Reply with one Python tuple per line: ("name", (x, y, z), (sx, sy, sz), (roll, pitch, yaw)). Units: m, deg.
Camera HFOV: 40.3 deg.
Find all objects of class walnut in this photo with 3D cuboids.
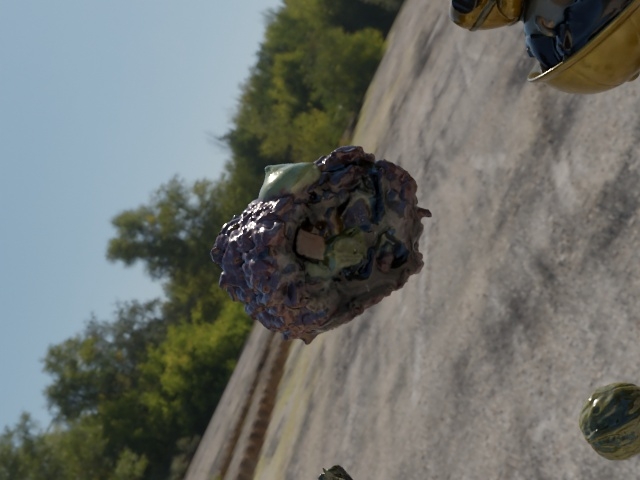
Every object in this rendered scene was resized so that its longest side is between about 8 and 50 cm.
("walnut", (0.340, 0.205, 0.994), (0.092, 0.092, 0.092), (-155, 90, -87))

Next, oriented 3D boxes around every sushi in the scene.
("sushi", (0.000, 0.000, 1.140), (0.270, 0.236, 0.171), (-31, 5, -24))

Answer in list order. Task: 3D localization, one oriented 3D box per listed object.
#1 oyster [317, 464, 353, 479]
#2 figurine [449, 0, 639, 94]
("oyster", (0.011, 0.323, 0.789), (0.198, 0.092, 0.260), (78, -155, -48))
("figurine", (0.289, -0.279, 1.086), (0.167, 0.257, 0.192), (101, -165, -45))
